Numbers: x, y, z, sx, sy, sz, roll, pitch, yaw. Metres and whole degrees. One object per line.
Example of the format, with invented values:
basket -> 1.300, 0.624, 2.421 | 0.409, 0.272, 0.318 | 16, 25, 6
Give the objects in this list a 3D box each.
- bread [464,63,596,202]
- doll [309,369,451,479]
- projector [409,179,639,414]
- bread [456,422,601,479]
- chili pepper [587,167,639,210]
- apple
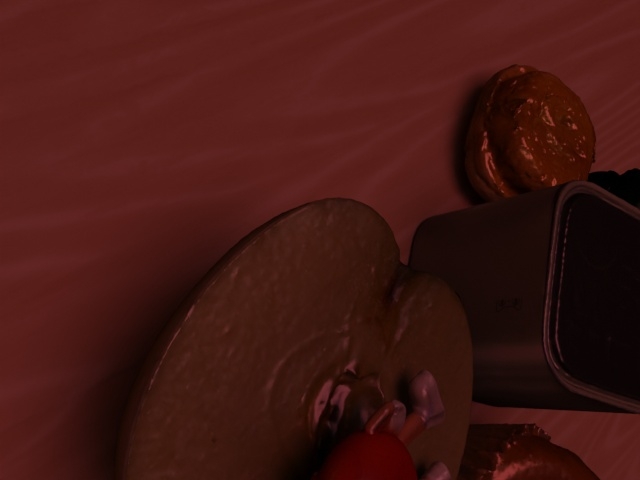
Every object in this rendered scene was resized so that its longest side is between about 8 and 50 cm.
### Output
bread -> 0.311, -0.148, 1.050 | 0.198, 0.120, 0.236 | 30, 66, -25
doll -> 0.050, 0.230, 0.623 | 0.217, 0.085, 0.183 | -27, 115, -51
projector -> 0.281, 0.084, 0.910 | 0.248, 0.249, 0.248 | 21, 70, -29
bread -> 0.273, 0.393, 0.891 | 0.388, 0.183, 0.236 | 47, 62, -19
chili pepper -> 0.452, 0.007, 1.099 | 0.261, 0.165, 0.174 | -48, 120, -29
apple -> -0.002, 0.161, 0.680 | 0.312, 0.320, 0.360 | 22, 72, 10
